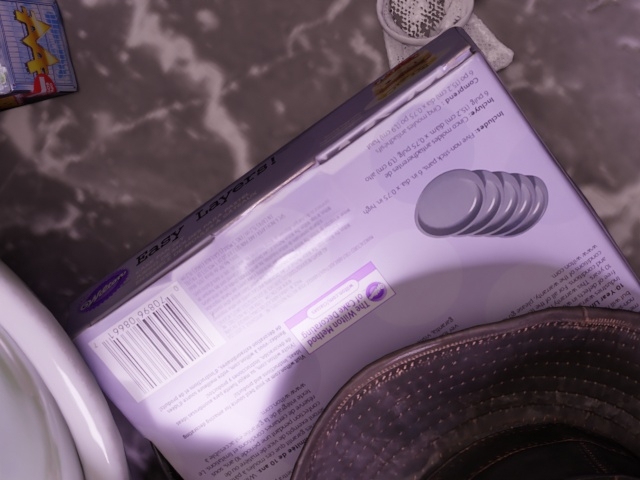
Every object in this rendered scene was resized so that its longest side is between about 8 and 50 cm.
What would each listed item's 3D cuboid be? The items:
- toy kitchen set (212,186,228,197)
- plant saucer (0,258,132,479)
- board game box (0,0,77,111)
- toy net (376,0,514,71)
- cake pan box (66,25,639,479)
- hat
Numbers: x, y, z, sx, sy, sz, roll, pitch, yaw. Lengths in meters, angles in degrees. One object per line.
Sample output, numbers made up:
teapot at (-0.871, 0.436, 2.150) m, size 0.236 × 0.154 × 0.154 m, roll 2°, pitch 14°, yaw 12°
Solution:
toy kitchen set at (0.000, 0.000, 0.940) m, size 0.068 × 0.083 × 0.075 m, roll -33°, pitch 60°, yaw 7°
plant saucer at (-0.281, 0.100, 0.938) m, size 0.400 × 0.100 × 0.400 m, roll 6°, pitch 121°, yaw 9°
board game box at (-0.234, -0.094, 0.948) m, size 0.194 × 0.194 × 0.060 m, roll -14°, pitch 88°, yaw -7°
toy net at (0.073, -0.183, 0.958) m, size 0.122 × 0.045 × 0.232 m, roll 20°, pitch 94°, yaw 6°
cake pan box at (0.036, 0.063, 0.916) m, size 0.267 × 0.070 × 0.246 m, roll -37°, pitch 107°, yaw 7°
hat at (0.118, 0.204, 0.853) m, size 0.331 × 0.134 × 0.331 m, roll -6°, pitch 109°, yaw -18°
